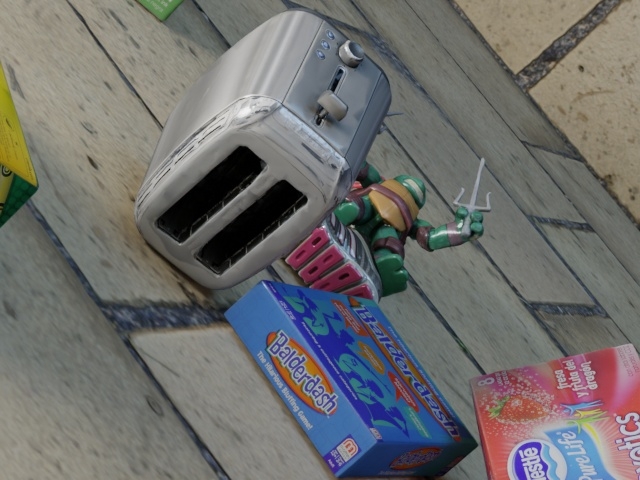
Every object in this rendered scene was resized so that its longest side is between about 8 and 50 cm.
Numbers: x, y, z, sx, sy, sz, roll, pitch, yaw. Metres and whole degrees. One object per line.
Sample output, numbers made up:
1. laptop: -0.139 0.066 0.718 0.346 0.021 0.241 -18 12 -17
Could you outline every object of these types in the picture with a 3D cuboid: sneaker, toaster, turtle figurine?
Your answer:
1. sneaker: 0.000 0.000 1.659 0.170 0.063 0.075 54 17 5
2. toaster: -0.054 -0.063 1.443 0.129 0.227 0.146 42 34 -16
3. turtle figurine: 0.072 -0.035 1.826 0.175 0.118 0.234 34 31 5

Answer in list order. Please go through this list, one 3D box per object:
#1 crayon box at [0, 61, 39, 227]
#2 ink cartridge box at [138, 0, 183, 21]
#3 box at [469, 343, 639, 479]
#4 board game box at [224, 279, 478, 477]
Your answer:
1. crayon box: -0.288 -0.128 1.186 0.165 0.081 0.278 34 21 -40
2. ink cartridge box: -0.118 -0.349 1.878 0.092 0.219 0.160 40 18 -24
3. box: 0.213 0.228 1.437 0.300 0.142 0.154 -99 176 -61
4. board game box: 0.029 0.113 1.492 0.160 0.047 0.210 54 16 20
